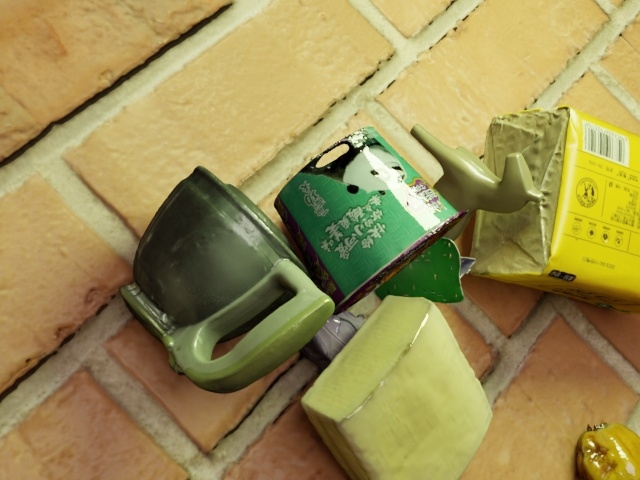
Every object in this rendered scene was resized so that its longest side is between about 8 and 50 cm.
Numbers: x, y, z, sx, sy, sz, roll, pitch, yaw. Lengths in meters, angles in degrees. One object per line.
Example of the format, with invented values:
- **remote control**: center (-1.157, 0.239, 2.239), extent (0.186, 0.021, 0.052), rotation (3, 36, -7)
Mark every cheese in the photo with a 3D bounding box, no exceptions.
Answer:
- **cheese**: center (0.126, 0.256, 1.145), extent (0.242, 0.123, 0.266), rotation (-45, 121, -24)

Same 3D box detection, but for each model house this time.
- **model house**: center (0.176, 0.037, 1.297), extent (0.088, 0.166, 0.117), rotation (-32, 115, -54)

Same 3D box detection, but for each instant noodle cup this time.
- **instant noodle cup**: center (0.062, -0.038, 1.139), extent (0.251, 0.251, 0.190), rotation (-33, 80, -28)

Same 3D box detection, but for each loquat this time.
- **loquat**: center (0.502, 0.379, 1.318), extent (0.137, 0.113, 0.137), rotation (2, 55, -3)

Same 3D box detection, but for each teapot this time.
- **teapot**: center (-0.137, 0.075, 1.099), extent (0.321, 0.239, 0.239), rotation (42, 84, 19)

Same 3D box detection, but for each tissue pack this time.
- **tissue pack**: center (0.476, -0.042, 1.344), extent (0.381, 0.228, 0.294), rotation (14, 81, -27)

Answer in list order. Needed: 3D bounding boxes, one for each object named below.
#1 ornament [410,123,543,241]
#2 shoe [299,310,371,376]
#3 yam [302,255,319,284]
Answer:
- **ornament**: center (0.233, -0.089, 1.275), extent (0.245, 0.230, 0.061), rotation (42, 44, 18)
- **shoe**: center (0.036, 0.150, 1.226), extent (0.137, 0.095, 0.245), rotation (-34, 90, -31)
- **yam**: center (0.002, 0.000, 1.269), extent (0.079, 0.079, 0.141), rotation (-3, 76, -22)
